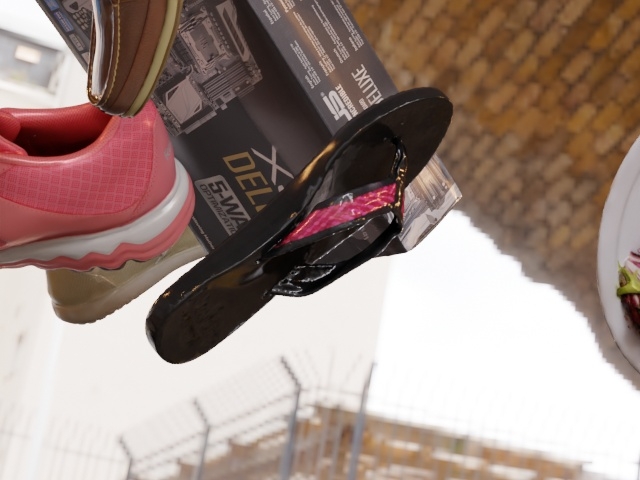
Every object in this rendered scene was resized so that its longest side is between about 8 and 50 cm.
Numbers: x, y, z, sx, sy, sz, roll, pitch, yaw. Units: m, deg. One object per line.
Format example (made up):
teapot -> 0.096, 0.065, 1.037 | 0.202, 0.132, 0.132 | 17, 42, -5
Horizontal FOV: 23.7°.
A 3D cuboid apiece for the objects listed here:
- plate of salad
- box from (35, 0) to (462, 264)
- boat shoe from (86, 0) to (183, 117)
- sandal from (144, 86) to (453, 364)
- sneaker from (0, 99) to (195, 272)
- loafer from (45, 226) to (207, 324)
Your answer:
plate of salad -> 0.252, 0.001, 0.911 | 0.200, 0.200, 0.048 | 23, 0, -30
box -> -0.065, -0.120, 1.141 | 0.242, 0.076, 0.307 | -8, -60, 53
boat shoe -> -0.103, -0.151, 0.784 | 0.060, 0.178, 0.064 | 2, 21, -27
sandal -> 0.000, 0.000, 0.696 | 0.040, 0.179, 0.067 | 40, -16, 31
sneaker -> -0.248, -0.034, 1.047 | 0.314, 0.116, 0.136 | -18, -41, -10
loafer -> -0.152, -0.024, 1.460 | 0.102, 0.268, 0.092 | 25, -34, 50
